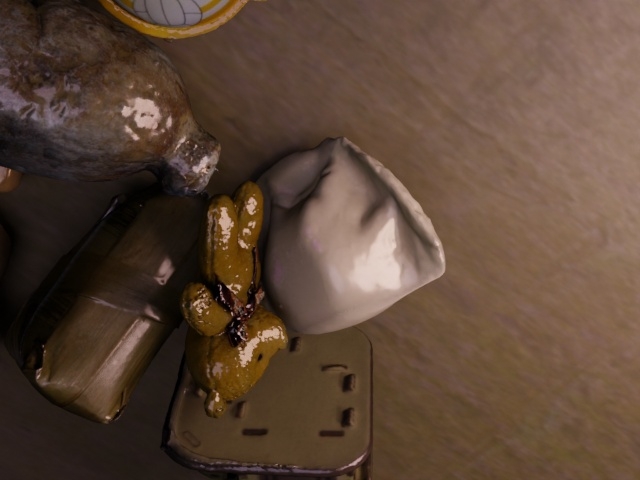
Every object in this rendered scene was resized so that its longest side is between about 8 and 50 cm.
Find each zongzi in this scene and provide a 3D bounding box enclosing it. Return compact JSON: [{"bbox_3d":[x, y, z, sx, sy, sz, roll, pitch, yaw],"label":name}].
[{"bbox_3d":[-0.225,0.042,0.900,0.125,0.274,0.251,43,74,-25],"label":"zongzi"}]

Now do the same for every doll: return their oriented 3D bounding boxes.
[{"bbox_3d":[-0.074,0.053,0.793,0.097,0.137,0.210,11,117,10],"label":"doll"}]

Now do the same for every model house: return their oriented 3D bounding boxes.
[{"bbox_3d":[-0.047,0.254,0.927,0.204,0.218,0.279,2,122,3],"label":"model house"}]

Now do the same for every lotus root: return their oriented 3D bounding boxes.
[{"bbox_3d":[-0.249,-0.144,0.761,0.349,0.175,0.175,18,117,-10],"label":"lotus root"}]

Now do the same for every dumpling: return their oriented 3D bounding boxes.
[{"bbox_3d":[0.000,0.000,0.853,0.252,0.131,0.179,-27,93,40],"label":"dumpling"}]

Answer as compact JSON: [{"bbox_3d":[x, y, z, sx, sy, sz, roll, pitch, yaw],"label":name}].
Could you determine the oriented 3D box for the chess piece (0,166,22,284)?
[{"bbox_3d":[-0.385,0.004,0.877,0.137,0.137,0.301,11,103,-1],"label":"chess piece"}]

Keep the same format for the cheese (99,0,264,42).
[{"bbox_3d":[-0.167,-0.269,0.742,0.270,0.069,0.177,14,117,-2],"label":"cheese"}]
